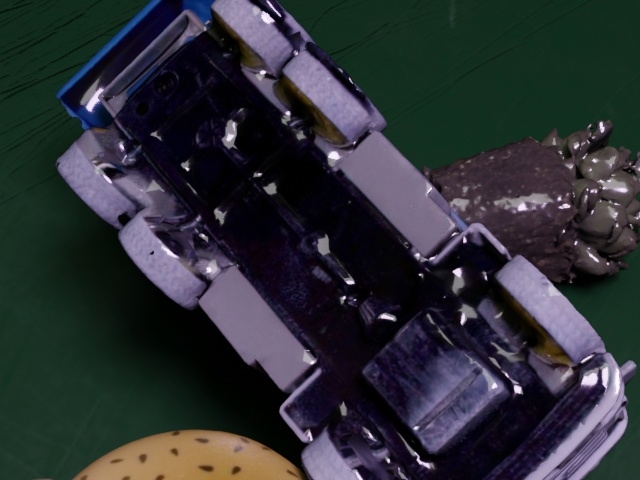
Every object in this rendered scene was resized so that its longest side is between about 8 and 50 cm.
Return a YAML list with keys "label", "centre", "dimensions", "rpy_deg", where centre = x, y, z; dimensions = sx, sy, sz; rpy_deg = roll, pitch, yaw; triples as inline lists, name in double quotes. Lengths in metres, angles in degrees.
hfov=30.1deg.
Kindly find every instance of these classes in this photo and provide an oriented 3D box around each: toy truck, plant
- label: "toy truck"
  centre: [0.000, 0.000, 0.625]
  dimensions: [0.146, 0.175, 0.367]
  rpy_deg: [-43, 61, 4]
- label: "plant"
  centre: [0.136, -0.021, 0.732]
  dimensions: [0.143, 0.094, 0.092]
  rpy_deg: [-7, 39, -4]

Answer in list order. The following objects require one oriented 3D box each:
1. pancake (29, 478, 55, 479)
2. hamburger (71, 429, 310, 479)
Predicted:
- label: "pancake"
  centre: [-0.103, 0.221, 0.433]
  dimensions: [0.294, 0.049, 0.295]
  rpy_deg: [0, 90, 15]
- label: "hamburger"
  centre: [-0.060, 0.161, 0.528]
  dimensions: [0.175, 0.137, 0.175]
  rpy_deg: [1, 46, -1]
